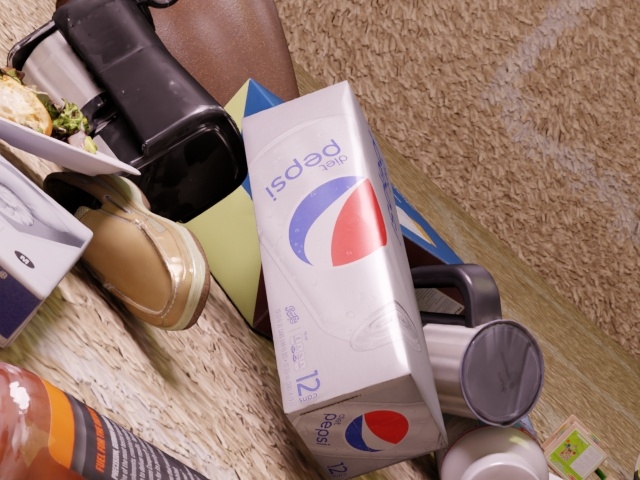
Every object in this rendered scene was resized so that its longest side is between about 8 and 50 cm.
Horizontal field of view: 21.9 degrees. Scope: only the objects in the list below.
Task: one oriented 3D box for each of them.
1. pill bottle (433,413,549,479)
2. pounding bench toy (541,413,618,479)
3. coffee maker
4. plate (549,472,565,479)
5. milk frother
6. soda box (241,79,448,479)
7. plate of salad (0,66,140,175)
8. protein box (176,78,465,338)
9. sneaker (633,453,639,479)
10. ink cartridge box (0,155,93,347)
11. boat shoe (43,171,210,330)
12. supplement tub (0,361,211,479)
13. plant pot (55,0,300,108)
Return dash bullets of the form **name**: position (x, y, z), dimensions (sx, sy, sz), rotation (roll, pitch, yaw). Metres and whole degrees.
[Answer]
- **pill bottle**: position (0.138, 0.181, 1.343), dimensions (0.087, 0.087, 0.160), rotation (41, 10, -11)
- **pounding bench toy**: position (0.288, 0.239, 1.803), dimensions (0.083, 0.052, 0.065), rotation (43, 9, 3)
- **coffee maker**: position (-0.135, -0.114, 1.282), dimensions (0.178, 0.171, 0.120), rotation (49, 12, 34)
- **plate**: position (0.286, 0.296, 1.406), dimensions (0.277, 0.045, 0.278), rotation (26, 9, 4)
- **milk frother**: position (0.076, 0.093, 1.312), dimensions (0.134, 0.143, 0.129), rotation (0, -67, 58)
- **soda box**: position (0.014, 0.023, 1.185), dimensions (0.098, 0.091, 0.286), rotation (61, 14, -46)
- **plate of salad**: position (-0.210, -0.092, 1.114), dimensions (0.199, 0.048, 0.200), rotation (22, 1, 0)
- **protein box**: position (0.000, 0.000, 1.435), dimensions (0.201, 0.136, 0.200), rotation (32, 14, -47)
- **sneaker**: position (0.455, 0.268, 1.912), dimensions (0.145, 0.147, 0.385), rotation (7, 3, -1)
- **ink cartridge box**: position (-0.235, -0.050, 0.971), dimensions (0.223, 0.045, 0.224), rotation (41, 9, -8)
- **boat shoe**: position (-0.139, 0.003, 1.108), dimensions (0.072, 0.068, 0.190), rotation (19, 10, -35)
- **supplement tub**: position (-0.101, 0.113, 0.615), dimensions (0.198, 0.106, 0.106), rotation (38, 11, -31)
- **plant pot**: position (-0.120, -0.194, 1.694), dimensions (0.230, 0.215, 0.215), rotation (58, 11, 6)
